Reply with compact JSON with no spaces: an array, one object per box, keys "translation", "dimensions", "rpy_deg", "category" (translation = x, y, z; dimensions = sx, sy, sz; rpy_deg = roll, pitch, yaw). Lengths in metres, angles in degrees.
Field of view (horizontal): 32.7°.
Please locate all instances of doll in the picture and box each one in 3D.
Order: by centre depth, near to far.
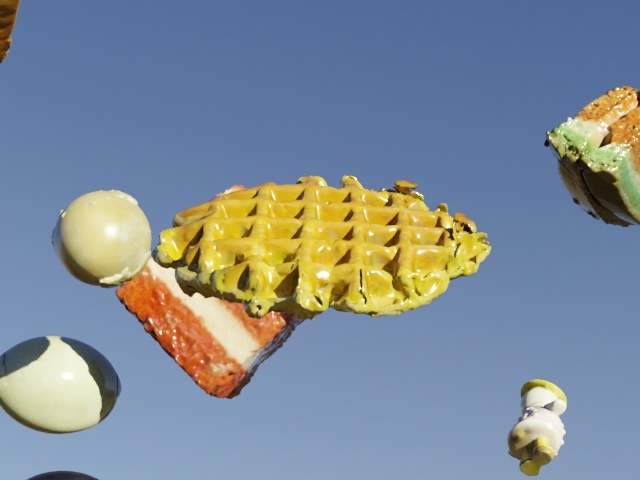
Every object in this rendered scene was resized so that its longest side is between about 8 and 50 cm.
[{"translation":[0.331,0.277,1.658],"dimensions":[0.081,0.207,0.129],"rpy_deg":[35,-61,-1],"category":"doll"}]

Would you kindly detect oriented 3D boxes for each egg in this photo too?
[{"translation":[-0.355,-0.001,1.786],"dimensions":[0.164,0.164,0.201],"rpy_deg":[6,3,-11],"category":"egg"},{"translation":[-0.511,0.278,2.100],"dimensions":[0.253,0.187,0.186],"rpy_deg":[10,-25,-20],"category":"egg"}]

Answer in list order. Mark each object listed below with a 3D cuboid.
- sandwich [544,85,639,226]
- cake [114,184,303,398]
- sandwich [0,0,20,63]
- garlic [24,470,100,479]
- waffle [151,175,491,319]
[{"translation":[0.455,-0.114,1.580],"dimensions":[0.109,0.212,0.292],"rpy_deg":[30,-18,42],"category":"sandwich"},{"translation":[-0.168,0.101,2.040],"dimensions":[0.319,0.269,0.270],"rpy_deg":[-43,-9,-7],"category":"cake"},{"translation":[-0.464,-0.295,1.351],"dimensions":[0.144,0.117,0.187],"rpy_deg":[-14,-17,-29],"category":"sandwich"},{"translation":[-0.359,0.406,1.597],"dimensions":[0.266,0.149,0.128],"rpy_deg":[-14,-7,-4],"category":"garlic"},{"translation":[0.000,0.000,1.119],"dimensions":[0.302,0.068,0.325],"rpy_deg":[-21,32,-39],"category":"waffle"}]
